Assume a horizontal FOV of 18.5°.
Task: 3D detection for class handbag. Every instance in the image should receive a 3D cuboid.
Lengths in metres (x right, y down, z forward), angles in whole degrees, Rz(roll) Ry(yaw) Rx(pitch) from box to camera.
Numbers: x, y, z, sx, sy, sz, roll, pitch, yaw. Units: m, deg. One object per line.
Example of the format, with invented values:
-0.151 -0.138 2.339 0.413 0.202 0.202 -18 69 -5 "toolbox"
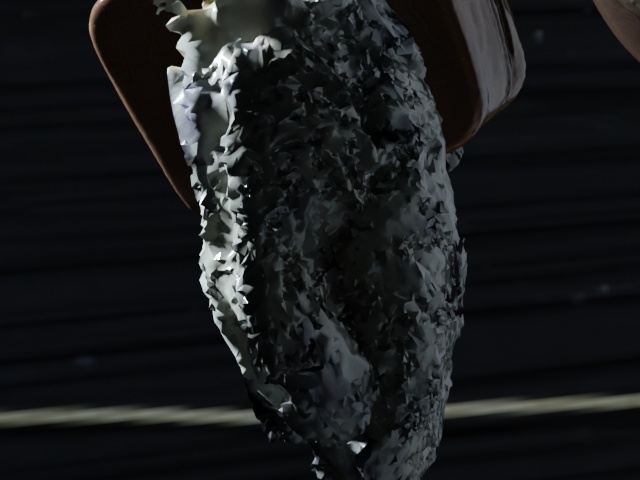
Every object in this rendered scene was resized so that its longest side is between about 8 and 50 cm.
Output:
-0.002 -0.090 0.941 0.193 0.072 0.151 -20 103 32 "handbag"

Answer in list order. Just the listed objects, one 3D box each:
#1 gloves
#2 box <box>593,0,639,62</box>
0.004 -0.001 0.547 0.114 0.070 0.153 -59 -40 -80 "gloves"
0.336 -0.228 1.472 0.216 0.301 0.301 61 -164 -69 "box"
